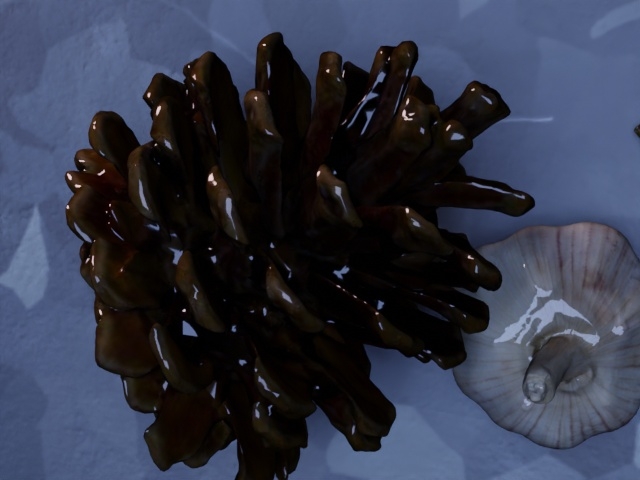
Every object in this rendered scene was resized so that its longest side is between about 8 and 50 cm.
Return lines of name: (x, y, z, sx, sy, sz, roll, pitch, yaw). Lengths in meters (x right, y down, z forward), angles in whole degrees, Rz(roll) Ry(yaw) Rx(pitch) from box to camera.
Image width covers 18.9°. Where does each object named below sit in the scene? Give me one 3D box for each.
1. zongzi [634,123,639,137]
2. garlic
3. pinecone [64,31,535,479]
zongzi: (0.373, -0.065, 1.615, 0.160, 0.078, 0.176, -37, 80, 30)
garlic: (0.191, 0.082, 1.589, 0.199, 0.226, 0.199, 1, 98, 11)
pinecone: (0.000, 0.000, 1.530, 0.385, 0.384, 0.384, 0, 93, 7)
